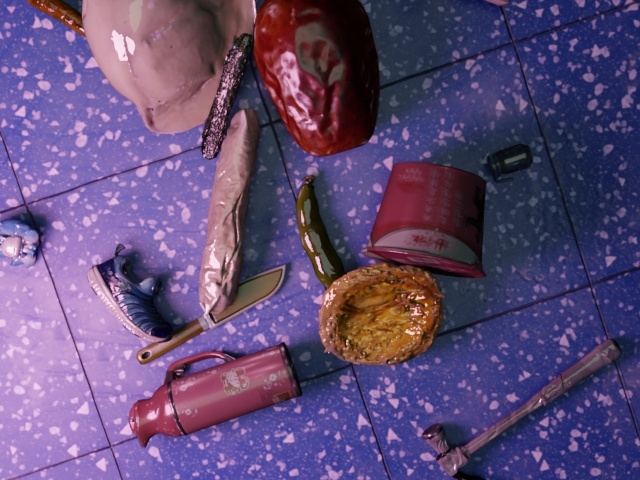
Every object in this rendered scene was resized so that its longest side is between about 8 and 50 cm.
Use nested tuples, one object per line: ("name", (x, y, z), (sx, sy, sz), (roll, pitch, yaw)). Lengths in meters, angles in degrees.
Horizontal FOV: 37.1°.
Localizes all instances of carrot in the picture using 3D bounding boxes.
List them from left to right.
("carrot", (-0.486, -0.429, 1.820), (0.171, 0.042, 0.042), (34, 91, -5))

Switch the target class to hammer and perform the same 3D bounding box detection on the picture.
("hammer", (0.409, 0.321, 1.881), (0.427, 0.044, 0.152), (-37, 94, 0))

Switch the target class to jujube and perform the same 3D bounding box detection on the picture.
("jujube", (-0.002, -0.319, 1.767), (0.223, 0.223, 0.317), (-15, 101, -1))

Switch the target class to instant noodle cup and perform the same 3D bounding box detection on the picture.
("instant noodle cup", (0.206, -0.037, 1.778), (0.235, 0.235, 0.178), (12, 82, -2))

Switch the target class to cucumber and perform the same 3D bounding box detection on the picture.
("cucumber", (-0.177, -0.270, 1.783), (0.044, 0.043, 0.256), (18, 116, -8))

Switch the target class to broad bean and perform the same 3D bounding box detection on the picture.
("broad bean", (-0.004, 0.001, 1.850), (0.065, 0.046, 0.254), (-19, 92, -14))

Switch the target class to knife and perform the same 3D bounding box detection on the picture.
("knife", (-0.212, 0.140, 1.859), (0.343, 0.027, 0.061), (-28, 89, -1))

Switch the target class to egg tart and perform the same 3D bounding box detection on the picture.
("egg tart", (0.112, 0.134, 1.818), (0.252, 0.098, 0.231), (-24, 116, 6))

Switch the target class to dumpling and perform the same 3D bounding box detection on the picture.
("dumpling", (-0.264, -0.387, 1.741), (0.316, 0.233, 0.395), (-18, 117, -8))

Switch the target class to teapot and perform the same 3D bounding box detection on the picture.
("teapot", (0.369, -0.152, 1.861), (0.083, 0.063, 0.049), (-18, 61, 2))

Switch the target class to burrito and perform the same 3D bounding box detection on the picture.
("burrito", (-0.168, -0.056, 1.807), (0.076, 0.117, 0.391), (10, 93, 9))

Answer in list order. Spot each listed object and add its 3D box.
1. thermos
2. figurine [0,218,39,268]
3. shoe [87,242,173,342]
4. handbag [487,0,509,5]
("thermos", (-0.212, 0.285, 1.824), (0.330, 0.109, 0.136), (-19, 93, -1))
("figurine", (-0.589, 0.000, 1.814), (0.114, 0.079, 0.114), (5, 137, 5))
("shoe", (-0.348, 0.108, 1.819), (0.106, 0.091, 0.207), (-39, 87, 3))
("handbag", (0.329, -0.546, 1.815), (0.117, 0.095, 0.173), (17, 95, -6))
